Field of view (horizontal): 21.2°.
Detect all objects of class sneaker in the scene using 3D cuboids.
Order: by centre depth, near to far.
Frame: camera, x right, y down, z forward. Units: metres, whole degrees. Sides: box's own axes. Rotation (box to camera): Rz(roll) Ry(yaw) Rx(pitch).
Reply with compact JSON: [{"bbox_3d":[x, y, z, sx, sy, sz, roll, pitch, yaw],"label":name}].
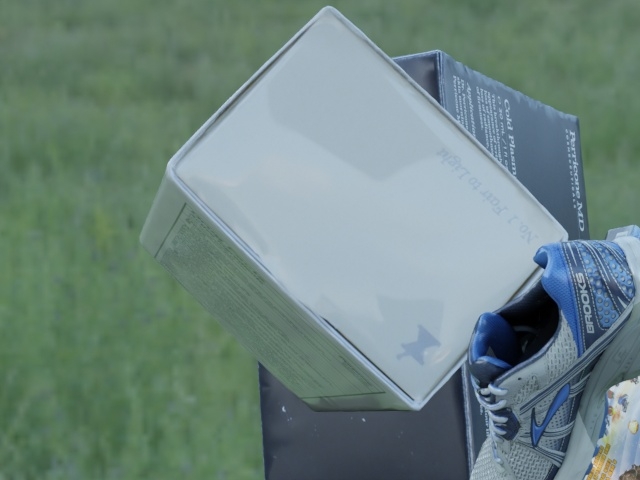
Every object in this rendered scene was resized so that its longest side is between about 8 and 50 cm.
[{"bbox_3d":[0.074,0.048,0.615,0.058,0.135,0.052,9,36,-20],"label":"sneaker"}]

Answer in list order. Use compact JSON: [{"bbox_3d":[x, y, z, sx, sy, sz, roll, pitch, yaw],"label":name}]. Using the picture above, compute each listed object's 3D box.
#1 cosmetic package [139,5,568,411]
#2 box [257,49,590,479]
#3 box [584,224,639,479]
[{"bbox_3d":[0.000,0.000,0.901,0.113,0.160,0.309,-46,3,-11],"label":"cosmetic package"},{"bbox_3d":[0.094,0.051,1.398,0.179,0.343,0.312,-8,-10,28],"label":"box"},{"bbox_3d":[0.161,0.074,0.852,0.094,0.137,0.027,31,-17,-17],"label":"box"}]
